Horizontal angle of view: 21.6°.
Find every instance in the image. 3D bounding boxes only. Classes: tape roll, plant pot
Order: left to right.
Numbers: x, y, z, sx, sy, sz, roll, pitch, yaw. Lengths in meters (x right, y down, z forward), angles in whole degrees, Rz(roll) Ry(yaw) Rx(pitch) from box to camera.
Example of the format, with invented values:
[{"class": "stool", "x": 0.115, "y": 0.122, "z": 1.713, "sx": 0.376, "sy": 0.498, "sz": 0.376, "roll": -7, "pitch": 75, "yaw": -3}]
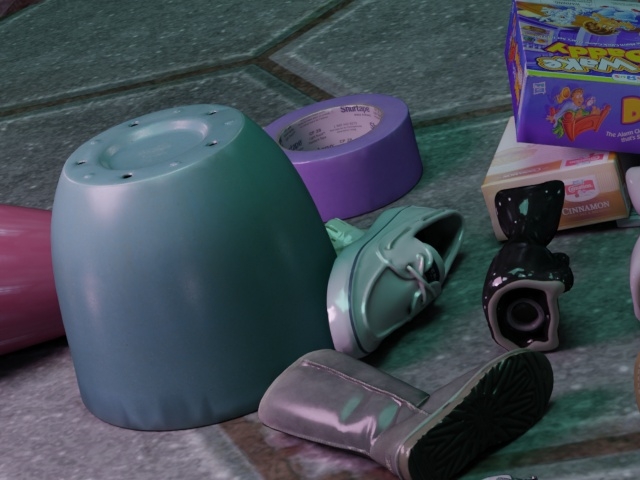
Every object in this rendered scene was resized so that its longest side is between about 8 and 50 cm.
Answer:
[{"class": "plant pot", "x": -0.347, "y": 0.040, "z": 1.773, "sx": 0.180, "sy": 0.201, "sz": 0.201, "roll": -5, "pitch": 22, "yaw": -14}, {"class": "plant pot", "x": -0.131, "y": 0.008, "z": 1.637, "sx": 0.293, "sy": 0.235, "sz": 0.293, "roll": -13, "pitch": 25, "yaw": 6}, {"class": "tape roll", "x": 0.020, "y": -0.098, "z": 1.958, "sx": 0.189, "sy": 0.080, "sz": 0.189, "roll": -14, "pitch": 24, "yaw": 6}]

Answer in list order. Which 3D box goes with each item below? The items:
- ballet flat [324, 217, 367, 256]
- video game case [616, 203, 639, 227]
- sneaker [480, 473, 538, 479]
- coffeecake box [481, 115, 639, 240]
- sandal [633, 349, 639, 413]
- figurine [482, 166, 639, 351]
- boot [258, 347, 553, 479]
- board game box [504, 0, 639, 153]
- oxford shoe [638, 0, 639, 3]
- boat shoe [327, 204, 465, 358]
[{"class": "ballet flat", "x": 0.000, "y": 0.000, "z": 1.793, "sx": 0.168, "sy": 0.052, "sz": 0.057, "roll": 3, "pitch": 30, "yaw": 35}, {"class": "video game case", "x": 0.360, "y": -0.049, "z": 1.728, "sx": 0.087, "sy": 0.011, "sz": 0.122, "roll": -4, "pitch": 27, "yaw": 25}, {"class": "sneaker", "x": 0.146, "y": 0.203, "z": 1.288, "sx": 0.069, "sy": 0.038, "sz": 0.098, "roll": -29, "pitch": 28, "yaw": -25}, {"class": "coffeecake box", "x": 0.261, "y": -0.080, "z": 1.774, "sx": 0.142, "sy": 0.068, "sz": 0.185, "roll": -10, "pitch": 23, "yaw": 22}, {"class": "sandal", "x": 0.333, "y": 0.154, "z": 1.268, "sx": 0.079, "sy": 0.088, "sz": 0.240, "roll": 8, "pitch": 20, "yaw": -29}, {"class": "figurine", "x": 0.261, "y": -0.002, "z": 1.561, "sx": 0.214, "sy": 0.092, "sz": 0.209, "roll": -9, "pitch": 33, "yaw": 13}, {"class": "boot", "x": 0.072, "y": 0.135, "z": 1.459, "sx": 0.189, "sy": 0.076, "sz": 0.208, "roll": -27, "pitch": 20, "yaw": -28}, {"class": "board game box", "x": 0.375, "y": -0.169, "z": 1.752, "sx": 0.347, "sy": 0.078, "sz": 0.233, "roll": 5, "pitch": 29, "yaw": 0}, {"class": "oxford shoe", "x": 0.488, "y": -0.344, "z": 2.154, "sx": 0.130, "sy": 0.123, "sz": 0.348, "roll": 2, "pitch": 30, "yaw": 23}, {"class": "boat shoe", "x": 0.078, "y": 0.029, "z": 1.633, "sx": 0.084, "sy": 0.095, "sz": 0.258, "roll": -9, "pitch": 26, "yaw": 25}]
